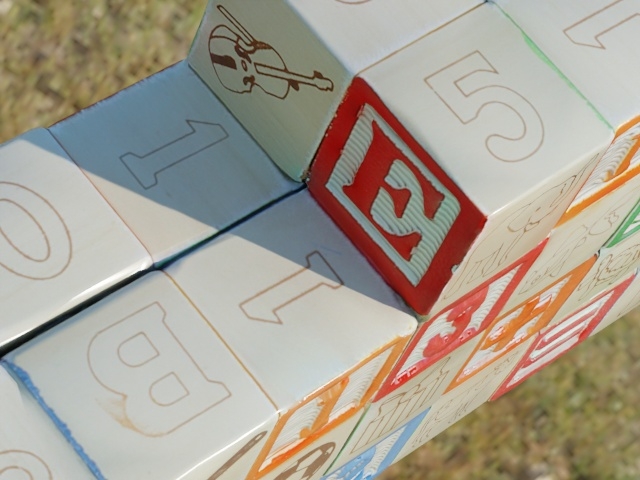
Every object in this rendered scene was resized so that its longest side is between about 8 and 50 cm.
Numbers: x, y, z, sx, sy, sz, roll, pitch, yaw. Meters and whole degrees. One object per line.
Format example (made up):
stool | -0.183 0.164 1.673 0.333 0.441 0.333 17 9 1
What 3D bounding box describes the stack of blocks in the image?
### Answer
stack of blocks | 0.000 0.000 0.483 0.297 0.171 0.087 -30 71 -32
